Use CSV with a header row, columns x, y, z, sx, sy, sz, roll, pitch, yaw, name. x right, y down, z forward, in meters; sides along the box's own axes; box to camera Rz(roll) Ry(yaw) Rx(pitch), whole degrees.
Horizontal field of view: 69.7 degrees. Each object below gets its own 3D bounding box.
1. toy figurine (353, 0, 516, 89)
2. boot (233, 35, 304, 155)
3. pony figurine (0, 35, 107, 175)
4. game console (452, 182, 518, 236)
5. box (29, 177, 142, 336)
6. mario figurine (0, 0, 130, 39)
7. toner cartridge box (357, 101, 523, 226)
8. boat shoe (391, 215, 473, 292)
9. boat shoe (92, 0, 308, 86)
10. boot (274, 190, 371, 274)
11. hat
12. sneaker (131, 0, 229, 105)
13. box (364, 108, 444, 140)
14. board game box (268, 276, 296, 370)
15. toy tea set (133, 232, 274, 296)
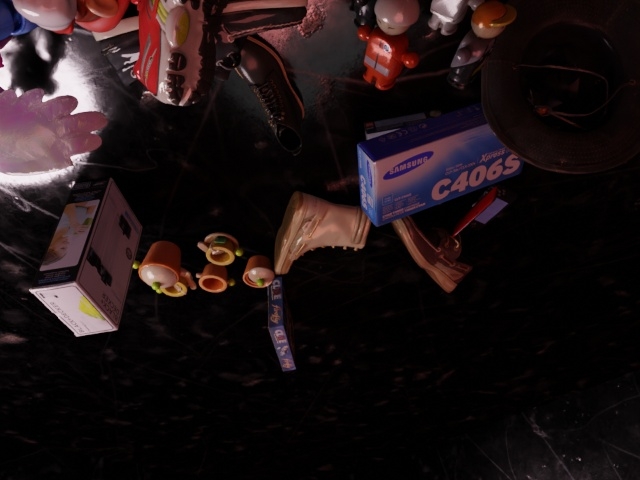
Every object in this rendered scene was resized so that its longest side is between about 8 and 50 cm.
x,y,z,sx,sy,sz,roll,pitch,yaw,name
0.156,-0.342,0.682,0.210,0.212,0.148,0,151,-6,toy figurine
-0.088,-0.255,0.802,0.077,0.136,0.198,-30,132,23,boot
-0.516,-0.232,0.636,0.352,0.302,0.363,-16,162,18,pony figurine
0.400,-0.061,1.111,0.124,0.085,0.144,19,132,-25,game console
-0.466,0.029,0.951,0.087,0.289,0.169,-8,137,2,box
-0.345,-0.318,0.517,0.170,0.320,0.198,-19,116,39,mario figurine
0.249,-0.161,0.917,0.348,0.075,0.165,-21,136,-11,toner cartridge box
0.295,0.013,1.167,0.123,0.123,0.342,-38,130,12,boat shoe
-0.180,-0.306,0.723,0.341,0.127,0.112,-7,117,5,boat shoe
0.000,0.000,1.127,0.204,0.095,0.261,8,133,-17,boot
0.420,-0.269,0.804,0.332,0.330,0.134,-11,177,4,hat
-0.194,-0.322,0.598,0.119,0.107,0.278,30,115,21,sneaker
0.185,-0.162,1.004,0.159,0.044,0.233,-10,137,2,box
-0.110,0.244,1.321,0.042,0.164,0.243,-7,138,0,board game box
-0.286,0.088,1.145,0.337,0.124,0.199,-9,137,9,toy tea set
